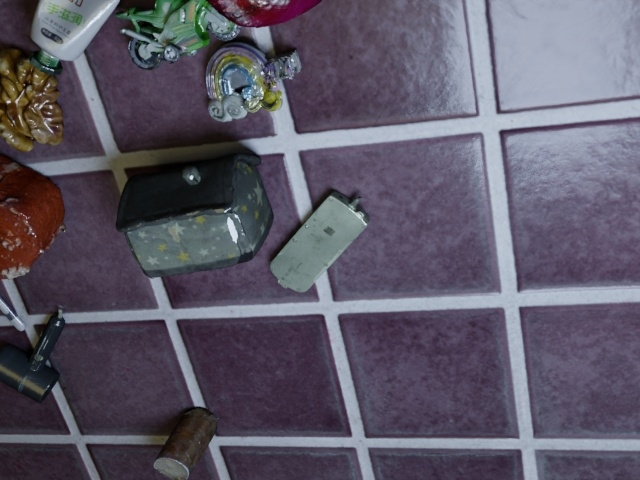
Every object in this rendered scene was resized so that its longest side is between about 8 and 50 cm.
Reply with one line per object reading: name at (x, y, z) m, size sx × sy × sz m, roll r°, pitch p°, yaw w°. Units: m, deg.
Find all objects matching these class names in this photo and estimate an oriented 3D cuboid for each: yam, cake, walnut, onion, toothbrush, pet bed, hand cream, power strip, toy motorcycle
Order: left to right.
toothbrush at (-0.653, 0.062, 1.585) m, size 0.024 × 0.026 × 0.288 m, roll -23°, pitch 112°, yaw 24°
cake at (-0.581, -0.051, 1.424) m, size 0.283 × 0.151 × 0.177 m, roll 25°, pitch 119°, yaw -6°
walnut at (-0.486, -0.222, 1.346) m, size 0.143 × 0.069 × 0.170 m, roll -10°, pitch 114°, yaw 22°
hand cream at (-0.336, -0.390, 1.216) m, size 0.121 × 0.076 × 0.336 m, roll 34°, pitch 116°, yaw -6°
toy motorcycle at (-0.207, -0.318, 1.214) m, size 0.190 × 0.074 × 0.106 m, roll -14°, pitch 106°, yaw 23°
yam at (-0.255, 0.391, 1.605) m, size 0.079 × 0.141 × 0.079 m, roll 10°, pitch 126°, yaw 14°
pet bed at (-0.198, -0.053, 1.299) m, size 0.211 × 0.183 × 0.159 m, roll -7°, pitch 120°, yaw 19°
onion at (-0.092, -0.361, 1.109) m, size 0.218 × 0.195 × 0.139 m, roll 13°, pitch 131°, yaw 50°
power strip at (0.000, 0.000, 1.368) m, size 0.080 × 0.029 × 0.227 m, roll 38°, pitch 123°, yaw -6°

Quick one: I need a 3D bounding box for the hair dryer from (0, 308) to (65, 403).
hair dryer at (-0.551, 0.209, 1.625) m, size 0.124 × 0.071 × 0.219 m, roll 33°, pitch 116°, yaw -5°

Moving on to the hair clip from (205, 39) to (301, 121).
hair clip at (-0.111, -0.243, 1.249) m, size 0.172 × 0.049 × 0.116 m, roll -9°, pitch 104°, yaw 29°
